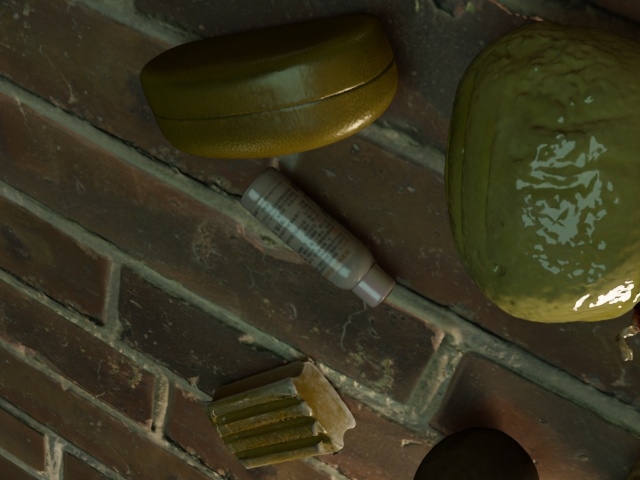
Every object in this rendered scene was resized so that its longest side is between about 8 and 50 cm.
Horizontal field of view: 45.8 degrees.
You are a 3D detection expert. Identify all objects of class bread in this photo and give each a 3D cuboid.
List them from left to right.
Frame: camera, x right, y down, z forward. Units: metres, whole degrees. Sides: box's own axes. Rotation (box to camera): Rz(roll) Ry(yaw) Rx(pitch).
[{"bbox_3d":[0.253,-0.071,0.821,0.238,0.320,0.320,4,123,10],"label":"bread"}]

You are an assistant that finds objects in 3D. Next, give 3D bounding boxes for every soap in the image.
[{"bbox_3d":[-0.086,0.336,1.440,0.274,0.089,0.173,-25,107,40],"label":"soap"}]

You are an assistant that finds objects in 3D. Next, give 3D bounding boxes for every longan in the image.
[{"bbox_3d":[0.247,0.429,1.202,0.215,0.246,0.246,-11,118,2],"label":"longan"}]

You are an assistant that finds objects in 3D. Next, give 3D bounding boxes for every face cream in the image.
[{"bbox_3d":[0.000,0.000,1.167,0.269,0.082,0.082,41,132,0],"label":"face cream"}]

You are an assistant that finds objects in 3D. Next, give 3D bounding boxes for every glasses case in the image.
[{"bbox_3d":[-0.081,-0.196,1.021,0.371,0.173,0.141,0,124,31],"label":"glasses case"}]

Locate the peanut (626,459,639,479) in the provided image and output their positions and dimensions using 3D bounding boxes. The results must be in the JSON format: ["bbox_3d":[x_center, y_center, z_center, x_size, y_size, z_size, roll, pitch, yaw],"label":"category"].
[{"bbox_3d":[0.493,0.391,1.113,0.125,0.111,0.274,35,132,12],"label":"peanut"}]

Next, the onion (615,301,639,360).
[{"bbox_3d":[0.431,0.067,0.892,0.154,0.177,0.177,-3,122,3],"label":"onion"}]
